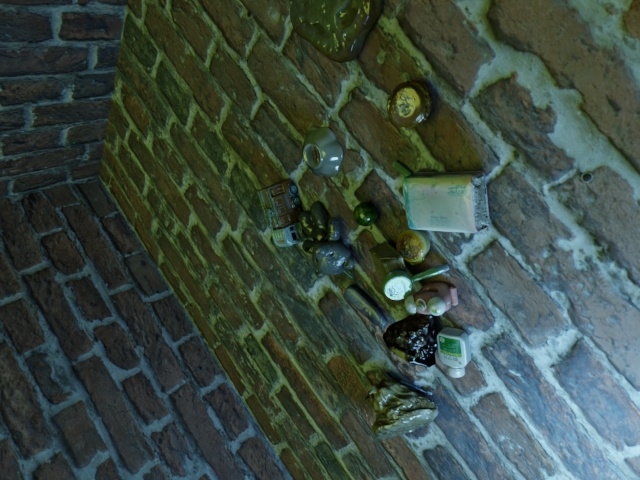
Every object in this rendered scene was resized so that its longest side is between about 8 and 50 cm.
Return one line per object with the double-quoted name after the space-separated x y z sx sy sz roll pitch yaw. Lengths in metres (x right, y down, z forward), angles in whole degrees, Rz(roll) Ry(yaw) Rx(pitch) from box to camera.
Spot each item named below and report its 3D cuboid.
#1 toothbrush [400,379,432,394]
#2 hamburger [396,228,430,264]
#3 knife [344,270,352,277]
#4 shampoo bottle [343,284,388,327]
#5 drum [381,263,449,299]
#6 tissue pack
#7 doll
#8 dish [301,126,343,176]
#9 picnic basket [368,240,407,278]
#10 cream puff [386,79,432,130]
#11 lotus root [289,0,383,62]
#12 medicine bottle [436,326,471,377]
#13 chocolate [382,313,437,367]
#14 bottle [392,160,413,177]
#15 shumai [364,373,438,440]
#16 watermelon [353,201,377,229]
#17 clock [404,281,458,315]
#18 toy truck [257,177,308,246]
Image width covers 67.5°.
0.416 0.642 2.091 0.162 0.014 0.017 9 129 44 "toothbrush"
0.347 0.024 1.811 0.126 0.081 0.141 38 132 29 "hamburger"
0.112 0.141 2.169 0.091 0.005 0.014 37 133 29 "knife"
0.202 0.294 2.116 0.233 0.049 0.087 43 136 23 "shampoo bottle"
0.341 0.128 1.775 0.253 0.049 0.130 -35 115 14 "drum"
0.423 -0.131 1.630 0.270 0.124 0.202 6 116 44 "tissue pack"
-0.003 0.003 2.107 0.245 0.158 0.341 -30 83 36 "doll"
-0.014 -0.362 2.001 0.229 0.081 0.230 21 123 38 "dish"
0.263 0.089 1.870 0.115 0.079 0.164 67 171 -28 "picnic basket"
0.302 -0.456 1.602 0.165 0.115 0.150 -27 96 40 "cream puff"
0.052 -0.827 1.696 0.390 0.111 0.375 -2 112 45 "lotus root"
0.516 0.431 1.844 0.119 0.069 0.183 4 113 40 "medicine bottle"
0.371 0.347 1.867 0.224 0.206 0.177 -113 42 -67 "chocolate"
0.301 -0.260 1.760 0.083 0.030 0.030 45 135 22 "bottle"
0.343 0.698 2.094 0.314 0.267 0.263 -31 56 27 "shumai"
0.183 -0.101 1.914 0.108 0.109 0.109 22 123 38 "watermelon"
0.410 0.218 1.781 0.165 0.162 0.093 -1 106 46 "clock"
-0.175 -0.119 2.222 0.136 0.162 0.306 -7 104 47 "toy truck"
